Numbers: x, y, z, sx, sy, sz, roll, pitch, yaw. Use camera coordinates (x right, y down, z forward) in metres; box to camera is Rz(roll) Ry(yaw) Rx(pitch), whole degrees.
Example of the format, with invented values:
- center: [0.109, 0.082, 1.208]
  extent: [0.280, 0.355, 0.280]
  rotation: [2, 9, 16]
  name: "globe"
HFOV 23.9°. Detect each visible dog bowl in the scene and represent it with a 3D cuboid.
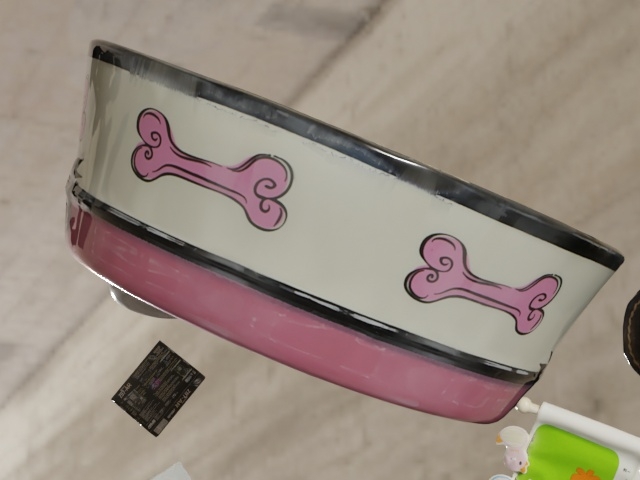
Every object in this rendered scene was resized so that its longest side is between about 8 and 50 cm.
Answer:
- center: [0.000, 0.000, 1.087]
  extent: [0.408, 0.150, 0.408]
  rotation: [22, 1, -1]
  name: "dog bowl"

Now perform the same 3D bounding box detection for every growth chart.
- center: [0.238, 0.278, 1.459]
  extent: [0.172, 0.237, 0.021]
  rotation: [11, 9, 15]
  name: "growth chart"

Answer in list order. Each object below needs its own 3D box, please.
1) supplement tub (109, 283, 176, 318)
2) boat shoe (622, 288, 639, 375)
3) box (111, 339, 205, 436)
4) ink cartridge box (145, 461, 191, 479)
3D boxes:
- center: [-0.148, -0.027, 1.517]
  extent: [0.117, 0.190, 0.117]
  rotation: [1, -26, 0]
  name: "supplement tub"
- center: [0.306, 0.075, 0.924]
  extent: [0.130, 0.132, 0.355]
  rotation: [-12, 11, -33]
  name: "boat shoe"
- center: [-0.174, 0.158, 1.616]
  extent: [0.067, 0.083, 0.018]
  rotation: [34, -10, 31]
  name: "box"
- center: [-0.088, 0.113, 0.500]
  extent: [0.063, 0.029, 0.115]
  rotation: [-30, -3, -41]
  name: "ink cartridge box"
